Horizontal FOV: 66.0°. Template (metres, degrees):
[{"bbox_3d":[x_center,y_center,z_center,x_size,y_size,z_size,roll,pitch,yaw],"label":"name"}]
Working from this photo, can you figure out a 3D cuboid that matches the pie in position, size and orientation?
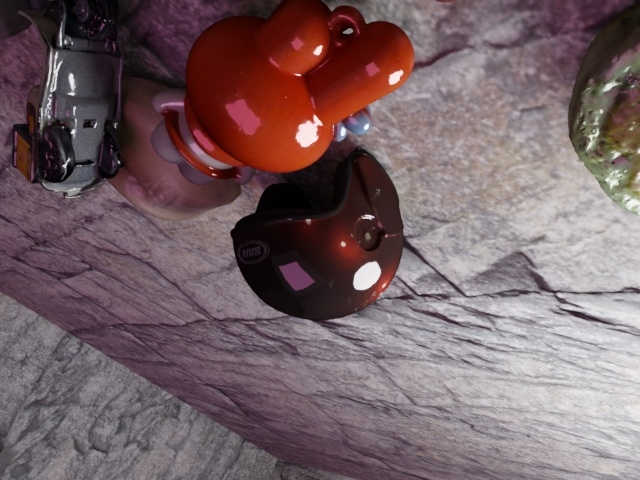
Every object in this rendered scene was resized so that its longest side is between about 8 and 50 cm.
[{"bbox_3d":[0.305,-0.095,0.356,0.241,0.054,0.240,16,146,12],"label":"pie"}]

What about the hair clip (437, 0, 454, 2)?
[{"bbox_3d":[0.068,-0.238,0.332,0.138,0.102,0.123,58,147,9],"label":"hair clip"}]

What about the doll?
[{"bbox_3d":[-0.052,-0.136,0.474,0.290,0.129,0.161,-21,125,38],"label":"doll"}]

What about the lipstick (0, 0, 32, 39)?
[{"bbox_3d":[-0.373,-0.311,0.509,0.057,0.063,0.186,14,140,16],"label":"lipstick"}]

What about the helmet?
[{"bbox_3d":[0.000,0.000,0.603,0.216,0.193,0.189,-5,175,-43],"label":"helmet"}]

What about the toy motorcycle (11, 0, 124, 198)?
[{"bbox_3d":[-0.282,-0.173,0.546,0.157,0.091,0.263,35,120,29],"label":"toy motorcycle"}]

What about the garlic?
[{"bbox_3d":[-0.217,-0.104,0.659,0.228,0.110,0.217,33,144,-12],"label":"garlic"}]
